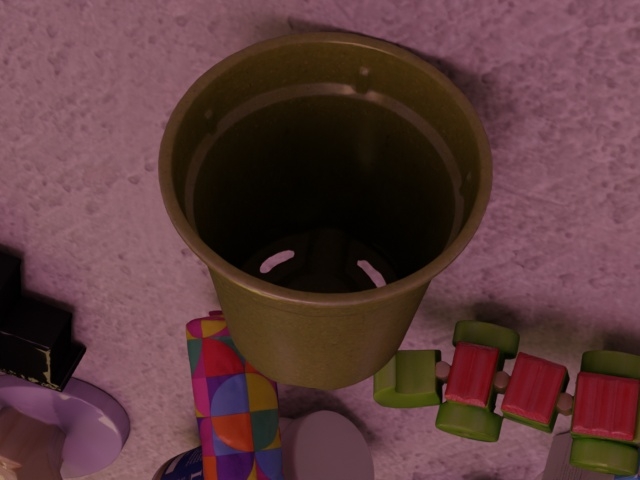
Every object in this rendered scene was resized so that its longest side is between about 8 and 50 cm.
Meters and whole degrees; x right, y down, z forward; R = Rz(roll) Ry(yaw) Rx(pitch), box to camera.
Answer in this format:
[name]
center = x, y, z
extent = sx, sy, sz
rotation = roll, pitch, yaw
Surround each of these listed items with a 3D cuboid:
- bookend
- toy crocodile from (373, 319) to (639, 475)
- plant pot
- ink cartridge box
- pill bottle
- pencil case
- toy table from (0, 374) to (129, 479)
[bookend]
center = -0.356, 0.079, 1.580
extent = 0.156, 0.072, 0.157
rotation = 18, 136, 7
[toy crocodile]
center = 0.218, 0.150, 1.324
extent = 0.340, 0.115, 0.105
rotation = 11, 168, 14
[plant pot]
center = 0.000, 0.000, 1.225
extent = 0.276, 0.276, 0.254
rotation = 18, 149, 8
[ink cartridge box]
center = 0.301, 0.253, 1.427
extent = 0.143, 0.090, 0.092
rotation = -21, 120, 40
[pill bottle]
center = -0.071, 0.293, 1.596
extent = 0.264, 0.153, 0.153
rotation = -28, 116, 40
[pencil case]
center = -0.087, 0.188, 1.452
extent = 0.104, 0.237, 0.104
rotation = -5, 174, -1
[toy table]
center = -0.386, 0.283, 1.730
extent = 0.274, 0.161, 0.252
rotation = -26, 117, 41
